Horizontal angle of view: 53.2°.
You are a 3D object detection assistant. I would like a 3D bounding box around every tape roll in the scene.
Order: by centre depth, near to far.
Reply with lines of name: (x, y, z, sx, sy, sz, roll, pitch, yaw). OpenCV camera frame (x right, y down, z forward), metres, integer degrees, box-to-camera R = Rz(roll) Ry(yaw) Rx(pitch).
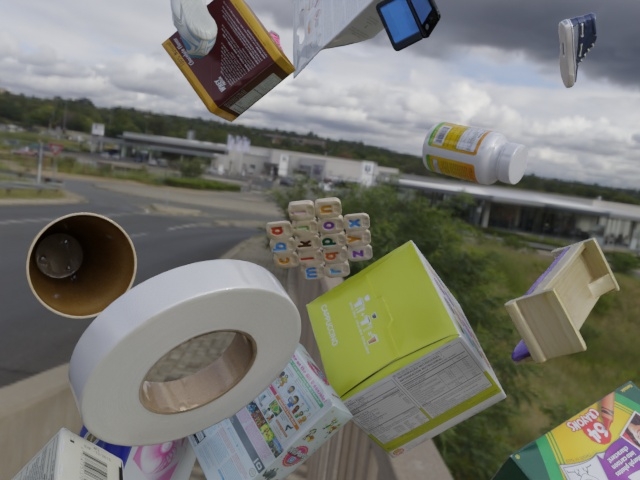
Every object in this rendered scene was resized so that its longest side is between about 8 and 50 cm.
tape roll: (-0.215, 0.197, 1.072, 0.392, 0.392, 0.072, 2, 38, -41)

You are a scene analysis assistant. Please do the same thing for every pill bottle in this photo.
pill bottle: (0.399, -0.221, 1.651, 0.245, 0.136, 0.136, 21, 14, 38)

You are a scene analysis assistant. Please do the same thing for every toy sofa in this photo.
toy sofa: (0.546, 0.136, 1.488, 0.177, 0.150, 0.362, -25, 3, 41)

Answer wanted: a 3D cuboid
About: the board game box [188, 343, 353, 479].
board game box: (-0.116, 0.379, 1.336, 0.224, 0.303, 0.097, 49, 3, 43)

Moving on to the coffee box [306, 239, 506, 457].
coffee box: (0.210, 0.278, 1.634, 0.334, 0.338, 0.338, 49, 15, -40)

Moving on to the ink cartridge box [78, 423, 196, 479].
ink cartridge box: (-0.399, 0.505, 1.367, 0.071, 0.324, 0.330, 21, 2, 29)

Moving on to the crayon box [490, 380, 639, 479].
crayon box: (0.525, 0.441, 1.077, 0.363, 0.106, 0.313, -16, 49, -33)

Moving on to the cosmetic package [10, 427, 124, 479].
cosmetic package: (-0.451, 0.461, 0.989, 0.129, 0.296, 0.153, 43, 5, -29)

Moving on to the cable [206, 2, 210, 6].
cable: (-0.290, -0.583, 1.778, 0.047, 0.184, 0.150, 61, 6, 38)

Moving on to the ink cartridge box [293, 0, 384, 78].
ink cartridge box: (0.069, -0.615, 1.624, 0.091, 0.308, 0.385, 18, -32, -32)

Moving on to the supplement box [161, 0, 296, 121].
supplement box: (-0.197, -0.399, 1.392, 0.194, 0.191, 0.129, -37, -6, 10)

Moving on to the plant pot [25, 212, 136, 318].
plant pot: (-0.595, 0.046, 1.522, 0.237, 0.237, 0.254, 3, 3, -35)

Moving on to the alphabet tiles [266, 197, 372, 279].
alphabet tiles: (0.000, 0.000, 1.756, 0.278, 0.284, 0.021, -7, 42, 3)

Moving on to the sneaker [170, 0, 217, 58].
sneaker: (-0.263, -0.464, 1.256, 0.085, 0.237, 0.086, 1, -27, -37)

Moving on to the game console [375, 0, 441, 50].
game console: (0.180, -0.477, 1.326, 0.071, 0.122, 0.107, -17, -13, -19)

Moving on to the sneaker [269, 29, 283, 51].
sneaker: (-0.151, -0.596, 1.989, 0.047, 0.119, 0.057, 23, -44, -39)

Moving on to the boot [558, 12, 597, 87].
boot: (0.671, -0.489, 1.657, 0.086, 0.190, 0.069, -16, 41, 5)
